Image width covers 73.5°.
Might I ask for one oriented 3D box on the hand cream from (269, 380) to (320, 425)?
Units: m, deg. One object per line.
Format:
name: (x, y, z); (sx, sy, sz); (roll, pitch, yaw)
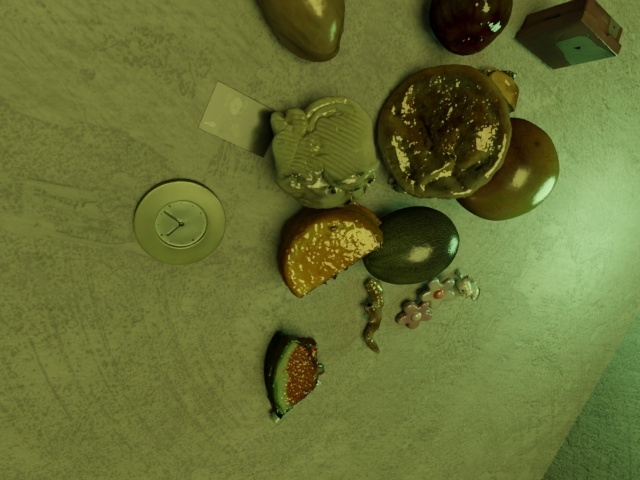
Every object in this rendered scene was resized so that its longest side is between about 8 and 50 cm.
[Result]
hand cream: (-0.093, 0.550, 1.495); (0.205, 0.050, 0.078); (-46, 105, -7)

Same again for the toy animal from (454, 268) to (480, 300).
toy animal: (0.553, 0.174, 1.629); (0.124, 0.071, 0.085); (30, 97, -32)

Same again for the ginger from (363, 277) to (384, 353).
ginger: (0.183, 0.264, 1.492); (0.089, 0.075, 0.288); (-16, 114, -44)

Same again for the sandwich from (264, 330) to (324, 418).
sandwich: (-0.091, 0.412, 1.407); (0.212, 0.109, 0.292); (-21, 121, -23)

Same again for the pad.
pad: (-0.203, -0.309, 1.110); (0.190, 0.004, 0.127); (20, 101, -31)

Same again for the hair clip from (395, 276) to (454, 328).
hair clip: (0.388, 0.226, 1.578); (0.146, 0.075, 0.257); (36, 98, -37)

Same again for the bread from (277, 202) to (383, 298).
bread: (0.000, 0.000, 1.212); (0.340, 0.194, 0.179); (-33, 109, 9)

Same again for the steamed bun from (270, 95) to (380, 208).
steamed bun: (0.012, -0.219, 1.136); (0.267, 0.207, 0.280); (-8, 76, 0)

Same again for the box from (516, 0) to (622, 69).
box: (0.761, -0.629, 1.313); (0.215, 0.215, 0.086); (18, 89, -29)

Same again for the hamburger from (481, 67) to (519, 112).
hamburger: (0.566, -0.489, 1.357); (0.176, 0.087, 0.102); (32, 83, -24)

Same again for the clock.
clock: (-0.367, -0.046, 1.130); (0.234, 0.029, 0.235); (-10, 116, -20)

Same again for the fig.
fig: (0.420, -0.683, 1.163); (0.216, 0.217, 0.321); (21, 78, -31)

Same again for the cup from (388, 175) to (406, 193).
cup: (0.258, -0.196, 1.355); (0.054, 0.074, 0.083); (-25, 124, -57)

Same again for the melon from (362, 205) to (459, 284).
melon: (0.276, 0.018, 1.333); (0.301, 0.237, 0.238); (-18, 118, -11)

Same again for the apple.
apple: (0.553, -0.218, 1.319); (0.277, 0.319, 0.319); (-10, 120, -57)

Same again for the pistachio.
pistachio: (-0.043, -0.553, 0.994); (0.181, 0.162, 0.293); (-22, 130, 26)

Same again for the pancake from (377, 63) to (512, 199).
pancake: (0.343, -0.303, 1.210); (0.386, 0.082, 0.387); (2, 97, 18)
